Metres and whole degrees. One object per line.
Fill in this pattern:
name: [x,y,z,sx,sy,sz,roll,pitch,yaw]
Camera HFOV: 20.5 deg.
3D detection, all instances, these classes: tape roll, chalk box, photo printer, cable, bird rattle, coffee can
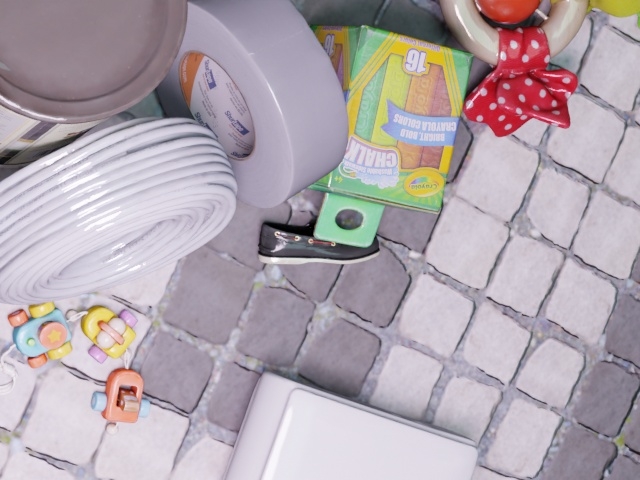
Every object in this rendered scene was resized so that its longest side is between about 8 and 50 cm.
tape roll: [-0.071,-0.142,1.659,0.072,0.219,0.219,-33,109,-28]
chalk box: [0.048,-0.100,1.770,0.132,0.132,0.213,10,92,-26]
photo printer: [0.003,0.314,1.818,0.256,0.107,0.307,21,87,-26]
cable: [-0.200,-0.021,1.604,0.257,0.257,0.089,-23,79,-15]
bird rattle: [0.214,-0.244,1.862,0.207,0.143,0.253,38,93,-13]
coffee can: [-0.250,-0.179,1.522,0.202,0.275,0.201,2,83,-21]

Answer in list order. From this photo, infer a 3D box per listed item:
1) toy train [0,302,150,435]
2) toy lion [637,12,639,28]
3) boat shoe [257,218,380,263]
toy train: [-0.232,0.122,1.717,0.166,0.046,0.125,15,90,-26]
toy lion: [0.396,-0.269,1.970,0.100,0.034,0.096,-14,109,-23]
boat shoe: [0.001,0.000,1.808,0.133,0.049,0.042,0,105,-21]
